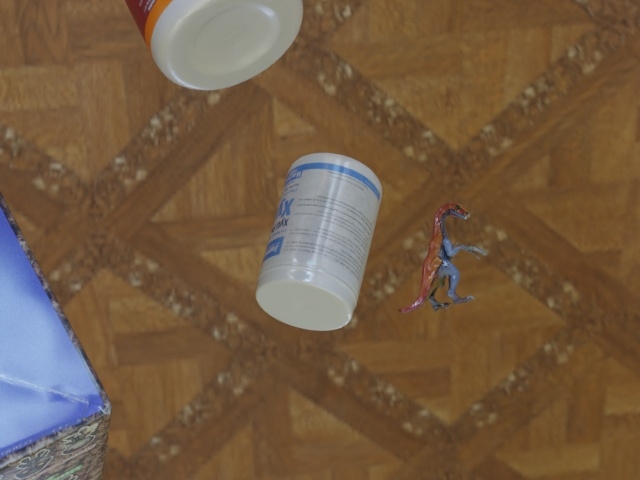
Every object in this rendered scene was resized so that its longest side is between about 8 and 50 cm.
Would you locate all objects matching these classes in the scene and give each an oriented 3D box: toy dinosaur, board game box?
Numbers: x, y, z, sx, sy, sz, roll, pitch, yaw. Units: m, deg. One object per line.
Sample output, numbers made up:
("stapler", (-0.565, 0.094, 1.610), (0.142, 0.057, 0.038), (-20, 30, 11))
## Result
("toy dinosaur", (0.098, 0.011, 1.072), (0.090, 0.082, 0.047), (-3, 166, -45))
("board game box", (-0.268, 0.101, 0.987), (0.141, 0.232, 0.291), (-24, 162, -21))

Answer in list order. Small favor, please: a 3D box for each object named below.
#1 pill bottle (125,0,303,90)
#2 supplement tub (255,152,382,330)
("pill bottle", (-0.076, -0.163, 0.748), (0.086, 0.152, 0.086), (-21, 150, -12))
("supplement tub", (0.000, 0.000, 0.942), (0.071, 0.107, 0.071), (11, 149, 7))
